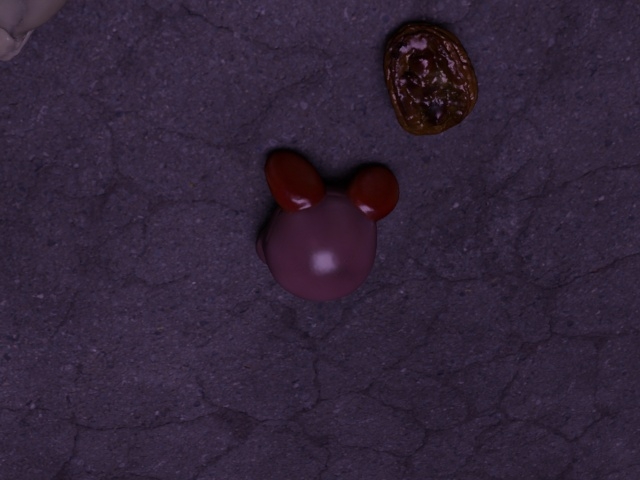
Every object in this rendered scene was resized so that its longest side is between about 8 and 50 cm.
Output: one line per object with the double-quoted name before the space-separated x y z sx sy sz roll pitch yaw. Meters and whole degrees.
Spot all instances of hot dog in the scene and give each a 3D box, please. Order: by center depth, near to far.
"hot dog" 0.195 -0.283 1.872 0.160 0.099 0.227 -25 126 8

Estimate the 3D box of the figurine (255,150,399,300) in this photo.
"figurine" 0.003 -0.003 1.982 0.270 0.211 0.261 10 126 -18

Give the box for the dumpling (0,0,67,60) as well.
"dumpling" -0.497 -0.464 1.553 0.315 0.233 0.395 34 135 3
